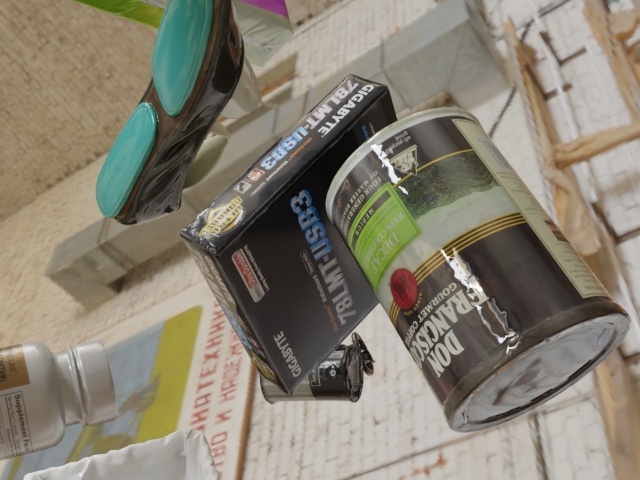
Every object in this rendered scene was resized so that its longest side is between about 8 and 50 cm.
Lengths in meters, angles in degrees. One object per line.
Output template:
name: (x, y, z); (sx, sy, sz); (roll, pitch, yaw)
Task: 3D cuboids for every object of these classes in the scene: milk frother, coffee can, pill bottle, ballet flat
milk frother: (0.001, 0.189, 1.262); (0.143, 0.134, 0.129); (52, -140, -55)
coffee can: (0.153, 0.028, 0.877); (0.201, 0.201, 0.275); (24, -149, -54)
pill bottle: (-0.368, 0.192, 1.009); (0.229, 0.131, 0.131); (-11, -110, -21)
ballet flat: (-0.117, -0.119, 0.749); (0.096, 0.280, 0.095); (-1, -125, -36)

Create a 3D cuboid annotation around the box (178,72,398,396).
box: (0.000, 0.000, 1.036); (0.293, 0.073, 0.296); (-46, -40, -22)

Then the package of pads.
package of pads: (-0.188, -0.382, 1.124); (0.296, 0.101, 0.229); (12, -126, -41)

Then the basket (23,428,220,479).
basket: (-0.308, 0.554, 1.435); (0.328, 0.331, 0.267); (-119, 21, -50)
